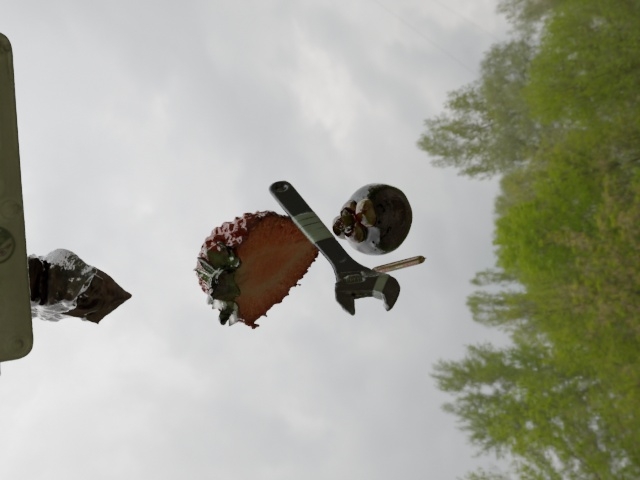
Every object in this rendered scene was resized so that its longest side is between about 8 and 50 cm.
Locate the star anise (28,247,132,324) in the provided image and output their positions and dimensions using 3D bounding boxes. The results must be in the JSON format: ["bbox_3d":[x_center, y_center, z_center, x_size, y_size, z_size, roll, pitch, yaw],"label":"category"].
[{"bbox_3d":[-0.435,0.076,0.921,0.315,0.315,0.108,17,-112,-48],"label":"star anise"}]

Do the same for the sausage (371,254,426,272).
[{"bbox_3d":[0.125,0.040,0.968,0.015,0.100,0.015,33,-131,-49],"label":"sausage"}]

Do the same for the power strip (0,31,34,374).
[{"bbox_3d":[-0.380,-0.036,0.662,0.091,0.062,0.385,-5,-85,-35],"label":"power strip"}]

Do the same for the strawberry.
[{"bbox_3d":[-0.115,0.033,1.004,0.286,0.106,0.188,-30,-53,-50],"label":"strawberry"}]

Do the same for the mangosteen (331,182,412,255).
[{"bbox_3d":[0.086,-0.035,1.053,0.151,0.137,0.137,-5,-99,-37],"label":"mangosteen"}]

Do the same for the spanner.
[{"bbox_3d":[0.000,0.000,0.873,0.087,0.316,0.024,-22,-43,-21],"label":"spanner"}]
